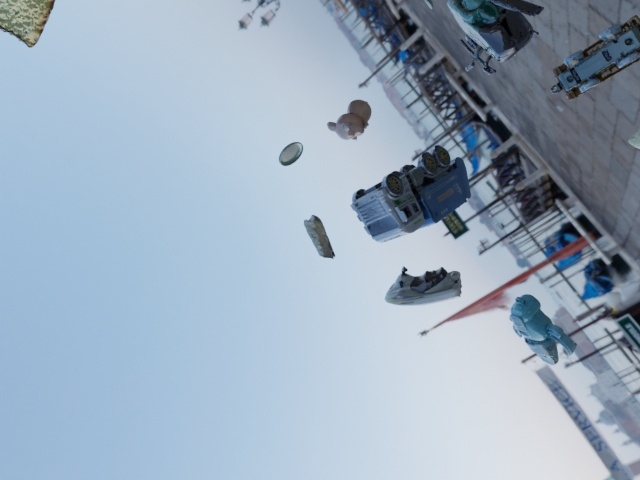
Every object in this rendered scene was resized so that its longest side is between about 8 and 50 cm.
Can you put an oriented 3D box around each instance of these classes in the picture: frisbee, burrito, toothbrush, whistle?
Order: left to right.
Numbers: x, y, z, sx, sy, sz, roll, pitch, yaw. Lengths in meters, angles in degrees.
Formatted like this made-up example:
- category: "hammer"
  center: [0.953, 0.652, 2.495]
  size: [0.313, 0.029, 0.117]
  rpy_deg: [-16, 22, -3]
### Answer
- category: "frisbee"
  center: [-0.110, -0.323, 1.544]
  size: [0.014, 0.110, 0.110]
  rpy_deg: [49, -163, 21]
- category: "burrito"
  center: [0.000, 0.000, 1.060]
  size: [0.055, 0.041, 0.149]
  rpy_deg: [-57, -45, -41]
- category: "toothbrush"
  center: [0.320, -0.375, 0.847]
  size: [0.011, 0.014, 0.167]
  rpy_deg: [52, -135, -13]
- category: "whistle"
  center: [0.637, 0.267, 1.231]
  size: [0.274, 0.093, 0.186]
  rpy_deg: [55, 163, -21]

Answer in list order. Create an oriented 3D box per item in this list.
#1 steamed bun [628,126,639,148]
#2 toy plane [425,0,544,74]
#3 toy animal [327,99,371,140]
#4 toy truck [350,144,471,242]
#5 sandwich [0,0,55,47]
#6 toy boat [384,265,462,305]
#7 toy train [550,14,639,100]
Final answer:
- category: "steamed bun"
  center: [0.839, -0.282, 0.899]
  size: [0.110, 0.231, 0.212]
  rpy_deg: [32, -163, -28]
- category: "toy plane"
  center: [0.280, -0.444, 0.773]
  size: [0.155, 0.106, 0.382]
  rpy_deg: [26, -146, -46]
- category: "toy animal"
  center: [0.085, -0.322, 1.100]
  size: [0.089, 0.083, 0.150]
  rpy_deg: [40, -123, -9]
- category: "toy truck"
  center: [0.252, -0.124, 1.096]
  size: [0.367, 0.146, 0.175]
  rpy_deg: [-29, -88, -35]
- category: "sandwich"
  center: [-0.712, -0.608, 0.871]
  size: [0.099, 0.271, 0.301]
  rpy_deg: [41, -168, 25]
- category: "toy boat"
  center: [0.348, 0.155, 1.440]
  size: [0.140, 0.269, 0.141]
  rpy_deg: [-3, -90, -68]
- category: "toy train"
  center: [0.630, -0.403, 0.928]
  size: [0.127, 0.219, 0.089]
  rpy_deg: [-26, -95, -45]
